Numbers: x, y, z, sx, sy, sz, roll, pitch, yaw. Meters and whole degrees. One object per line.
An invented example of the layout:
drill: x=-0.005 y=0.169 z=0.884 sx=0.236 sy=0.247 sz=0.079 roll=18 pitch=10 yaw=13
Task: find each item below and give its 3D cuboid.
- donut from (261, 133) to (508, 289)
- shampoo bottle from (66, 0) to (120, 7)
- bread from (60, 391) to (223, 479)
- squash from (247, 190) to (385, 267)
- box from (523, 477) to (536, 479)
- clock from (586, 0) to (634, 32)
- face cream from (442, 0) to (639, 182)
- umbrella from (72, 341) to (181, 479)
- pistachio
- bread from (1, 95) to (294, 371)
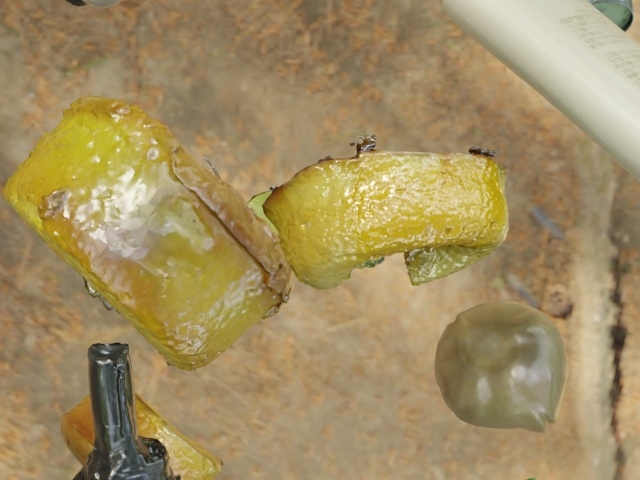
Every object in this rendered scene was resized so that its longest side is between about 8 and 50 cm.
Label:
donut: x=0.059 y=-0.015 z=0.993 sx=0.181 sy=0.146 sz=0.078 roll=7 pitch=65 yaw=-38
shampoo bottle: x=-0.247 y=-0.361 z=1.682 sx=0.078 sy=0.257 sz=0.127 roll=-6 pitch=71 yaw=-34
bread: x=-0.266 y=0.308 z=2.027 sx=0.143 sy=0.269 sz=0.195 roll=-50 pitch=134 yaw=-9
squash: x=0.000 y=0.000 z=1.643 sx=0.094 sy=0.224 sz=0.094 roll=-9 pitch=104 yaw=-38
box: x=0.014 y=0.213 z=0.731 sx=0.034 sy=0.235 sz=0.132 roll=60 pitch=18 yaw=-50
clock: x=0.293 y=-0.237 z=1.488 sx=0.085 sy=0.085 sz=0.017 roll=20 pitch=53 yaw=-40
face cream: x=0.258 y=-0.106 z=1.127 sx=0.173 sy=0.348 sz=0.081 roll=-2 pitch=132 yaw=-56
umbrella: x=-0.159 y=0.228 z=1.128 sx=0.118 sy=0.118 sz=0.340 roll=-26 pitch=129 yaw=-34
pistachio: x=0.174 y=0.124 z=1.338 sx=0.135 sy=0.226 sz=0.136 roll=0 pitch=86 yaw=2
bread: x=-0.144 y=-0.011 z=1.192 sx=0.160 sy=0.147 sz=0.260 roll=-42 pitch=95 yaw=-6
